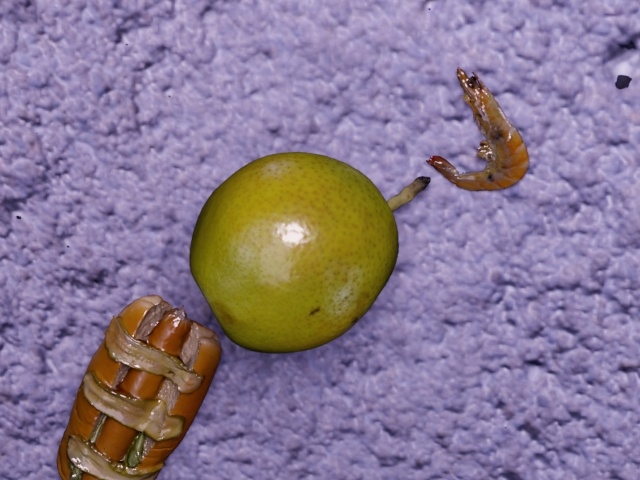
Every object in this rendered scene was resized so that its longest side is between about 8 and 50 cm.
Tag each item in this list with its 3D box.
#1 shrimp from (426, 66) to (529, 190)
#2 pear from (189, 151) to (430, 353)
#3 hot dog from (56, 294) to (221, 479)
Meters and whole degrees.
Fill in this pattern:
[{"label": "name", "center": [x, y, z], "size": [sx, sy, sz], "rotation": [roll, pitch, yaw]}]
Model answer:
[{"label": "shrimp", "center": [0.120, -0.086, 1.382], "size": [0.083, 0.023, 0.114], "rotation": [-20, 113, 25]}, {"label": "pear", "center": [0.000, 0.000, 1.378], "size": [0.216, 0.180, 0.166], "rotation": [-23, 74, -5]}, {"label": "hot dog", "center": [-0.176, 0.160, 1.553], "size": [0.109, 0.072, 0.269], "rotation": [30, 118, 1]}]
